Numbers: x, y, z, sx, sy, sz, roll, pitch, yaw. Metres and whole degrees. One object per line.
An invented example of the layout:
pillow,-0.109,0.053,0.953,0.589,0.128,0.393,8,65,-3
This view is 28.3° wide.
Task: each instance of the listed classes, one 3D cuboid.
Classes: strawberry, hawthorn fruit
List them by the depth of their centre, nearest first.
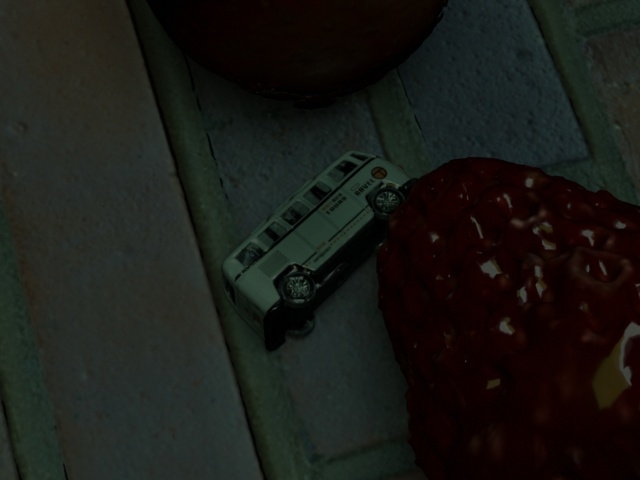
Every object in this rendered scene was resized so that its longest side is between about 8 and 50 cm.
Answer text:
strawberry,0.170,0.086,0.980,0.295,0.317,0.345,-40,67,-22
hawthorn fruit,-0.029,-0.267,1.078,0.316,0.316,0.316,3,70,-8

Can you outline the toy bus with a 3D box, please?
toy bus,0.000,0.000,1.098,0.089,0.087,0.194,41,70,18
